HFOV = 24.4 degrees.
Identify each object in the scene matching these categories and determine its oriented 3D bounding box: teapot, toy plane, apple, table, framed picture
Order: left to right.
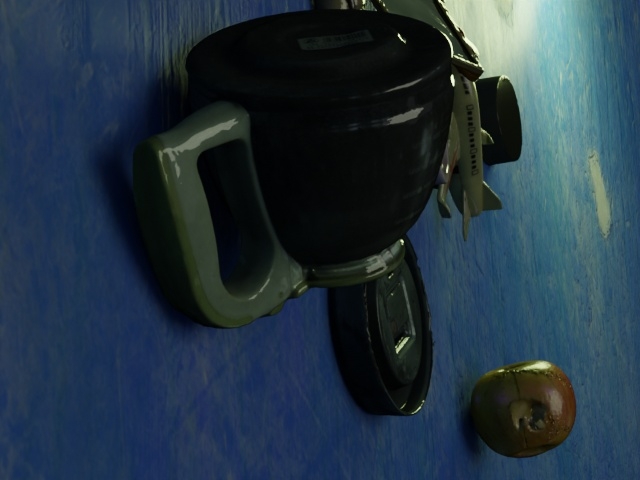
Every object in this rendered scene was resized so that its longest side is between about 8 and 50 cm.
[{"bbox_3d":[-0.004,-0.058,1.322,0.321,0.240,0.239,-64,153,-61],"label":"teapot"},{"bbox_3d":[0.105,-0.277,1.743,0.136,0.010,0.201,16,35,-37],"label":"framed picture"},{"bbox_3d":[0.178,-0.131,1.951,0.229,0.092,0.244,-55,131,-56],"label":"toy plane"},{"bbox_3d":[0.267,-0.182,2.242,0.133,0.043,0.133,-8,90,-68],"label":"table"},{"bbox_3d":[0.275,0.230,1.988,0.146,0.146,0.146,-8,90,-67],"label":"apple"}]

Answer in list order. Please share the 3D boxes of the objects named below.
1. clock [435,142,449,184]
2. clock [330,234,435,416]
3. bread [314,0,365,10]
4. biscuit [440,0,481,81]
[{"bbox_3d":[0.108,-0.161,1.772,0.197,0.068,0.196,-7,90,-80],"label":"clock"},{"bbox_3d":[0.072,0.089,1.681,0.226,0.049,0.226,-9,90,-68],"label":"clock"},{"bbox_3d":[0.024,-0.277,1.686,0.073,0.053,0.214,-4,88,-64],"label":"bread"},{"bbox_3d":[0.158,-0.275,1.893,0.138,0.031,0.205,33,24,-42],"label":"biscuit"}]
